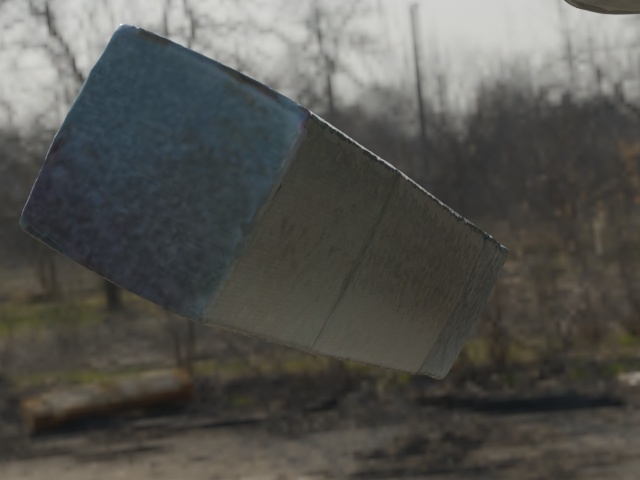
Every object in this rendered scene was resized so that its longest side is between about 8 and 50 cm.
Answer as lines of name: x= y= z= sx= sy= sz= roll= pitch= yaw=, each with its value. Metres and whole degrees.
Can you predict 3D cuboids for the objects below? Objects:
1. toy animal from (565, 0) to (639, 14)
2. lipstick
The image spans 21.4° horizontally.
toy animal: x=0.240 y=-0.220 z=0.625 sx=0.367 sy=0.196 sz=0.241 roll=-12 pitch=-6 yaw=-15
lipstick: x=0.000 y=0.000 z=0.591 sx=0.066 sy=0.068 sz=0.317 roll=28 pitch=1 yaw=17
